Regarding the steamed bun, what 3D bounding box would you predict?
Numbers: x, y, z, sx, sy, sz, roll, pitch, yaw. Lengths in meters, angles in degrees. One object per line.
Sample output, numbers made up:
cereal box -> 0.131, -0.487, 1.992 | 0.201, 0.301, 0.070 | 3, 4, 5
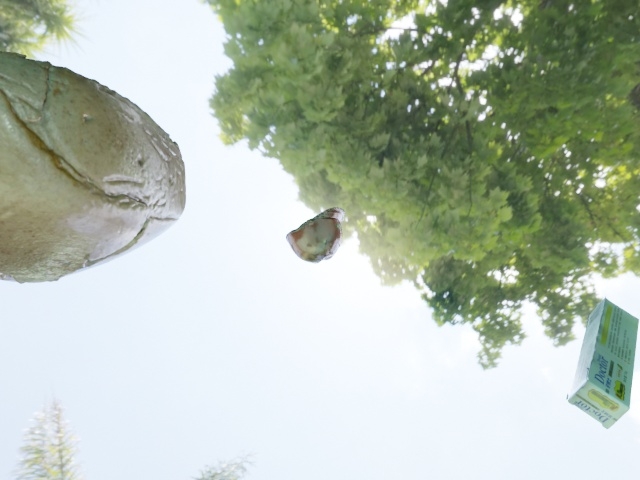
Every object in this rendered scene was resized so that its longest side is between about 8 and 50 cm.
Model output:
steamed bun -> -0.309, -0.051, 0.665 | 0.251, 0.301, 0.199 | -8, -104, 25

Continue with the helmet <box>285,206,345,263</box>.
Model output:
helmet -> 0.002, 0.000, 0.741 | 0.084, 0.065, 0.049 | -33, -118, 20

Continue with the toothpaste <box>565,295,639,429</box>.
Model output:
toothpaste -> 0.284, 0.114, 0.588 | 0.046, 0.034, 0.164 | 34, -144, 12
